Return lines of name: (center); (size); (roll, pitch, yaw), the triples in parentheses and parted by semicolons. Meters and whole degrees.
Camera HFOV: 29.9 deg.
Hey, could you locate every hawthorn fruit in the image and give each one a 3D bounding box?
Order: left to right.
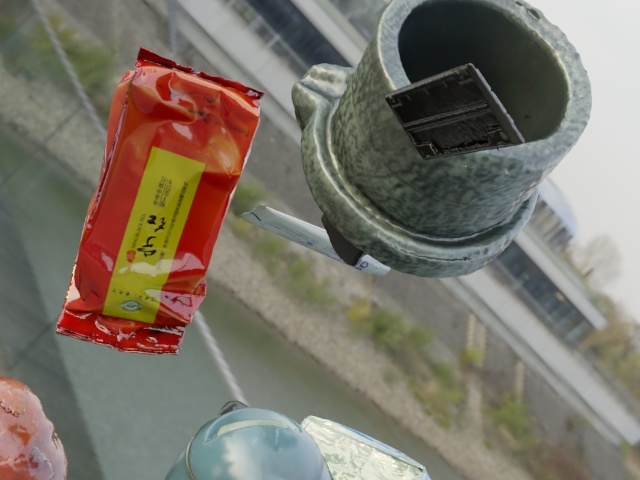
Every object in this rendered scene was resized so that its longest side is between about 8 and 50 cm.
hawthorn fruit: (-0.570, 0.356, 1.924); (0.276, 0.307, 0.276); (164, -90, -71)

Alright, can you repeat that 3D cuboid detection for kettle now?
kettle: (-0.070, 0.355, 1.284); (0.319, 0.247, 0.342); (-115, -154, -50)

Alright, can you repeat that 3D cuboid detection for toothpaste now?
toothpaste: (0.000, 0.000, 1.502); (0.218, 0.052, 0.033); (22, 61, -32)

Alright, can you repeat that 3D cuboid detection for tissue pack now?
tissue pack: (0.063, 0.370, 1.615); (0.198, 0.146, 0.263); (22, -24, 30)

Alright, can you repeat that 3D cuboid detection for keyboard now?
keyboard: (0.088, -0.086, 0.835); (0.063, 0.010, 0.198); (56, -10, -8)

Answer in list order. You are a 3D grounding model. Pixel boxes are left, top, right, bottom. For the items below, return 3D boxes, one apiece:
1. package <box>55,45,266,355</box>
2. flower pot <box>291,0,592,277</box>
package: (-0.221, -0.049, 1.644); (0.196, 0.423, 0.123); (16, 19, -10)
flower pot: (0.112, -0.118, 1.303); (0.299, 0.299, 0.283); (49, -34, 15)
